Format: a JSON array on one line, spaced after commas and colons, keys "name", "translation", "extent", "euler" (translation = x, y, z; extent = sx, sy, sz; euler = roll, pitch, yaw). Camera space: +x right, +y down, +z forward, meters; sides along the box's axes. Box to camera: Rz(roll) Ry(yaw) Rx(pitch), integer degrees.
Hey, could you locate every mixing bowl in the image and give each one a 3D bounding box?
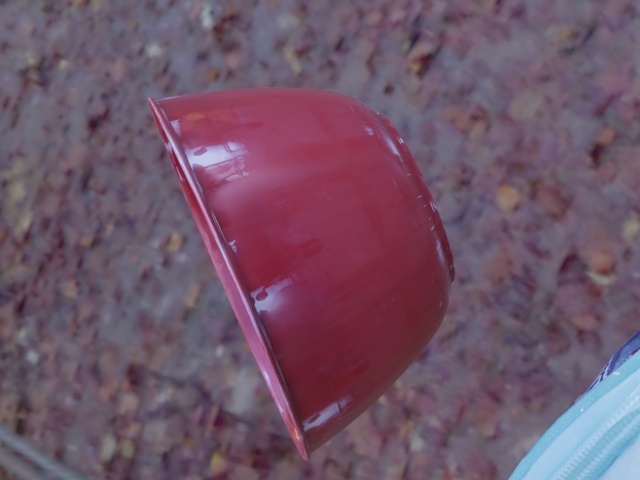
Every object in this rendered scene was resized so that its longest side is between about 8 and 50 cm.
[{"name": "mixing bowl", "translation": [0.000, 0.000, 0.728], "extent": [0.098, 0.181, 0.181], "euler": [-23, 48, -6]}]

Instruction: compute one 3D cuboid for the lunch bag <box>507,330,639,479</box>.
[{"name": "lunch bag", "translation": [0.161, 0.088, 0.421], "extent": [0.224, 0.279, 0.108], "euler": [118, 139, -53]}]
